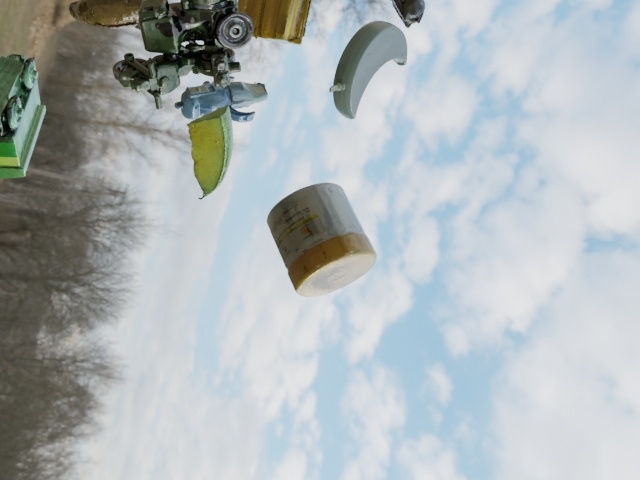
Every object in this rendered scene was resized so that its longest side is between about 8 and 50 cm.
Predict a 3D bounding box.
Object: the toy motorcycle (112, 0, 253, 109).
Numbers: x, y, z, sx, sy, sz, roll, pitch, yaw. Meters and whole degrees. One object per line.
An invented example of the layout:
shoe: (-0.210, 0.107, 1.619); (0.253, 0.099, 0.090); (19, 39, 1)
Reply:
toy motorcycle: (-0.266, -0.379, 1.237); (0.127, 0.275, 0.205); (-112, -165, -47)

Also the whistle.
whistle: (-0.274, -0.393, 1.809); (0.180, 0.269, 0.093); (61, -30, 33)

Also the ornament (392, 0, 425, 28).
ornament: (0.290, -0.704, 1.732); (0.202, 0.236, 0.080); (64, 9, 12)

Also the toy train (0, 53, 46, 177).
toy train: (-0.724, -0.299, 1.501); (0.202, 0.120, 0.300); (104, -16, -45)

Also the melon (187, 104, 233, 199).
melon: (-0.271, -0.202, 1.577); (0.053, 0.114, 0.261); (-102, -160, -52)

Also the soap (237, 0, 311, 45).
soap: (-0.110, -0.684, 1.718); (0.204, 0.096, 0.324); (20, -76, 35)

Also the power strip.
power strip: (0.099, -0.377, 1.409); (0.054, 0.253, 0.167); (29, -27, 28)

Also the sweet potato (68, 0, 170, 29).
sweet potato: (-0.440, -0.521, 1.486); (0.124, 0.310, 0.098); (100, -1, -76)

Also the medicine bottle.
medicine bottle: (0.000, 0.000, 1.756); (0.238, 0.238, 0.231); (-51, -123, 46)
